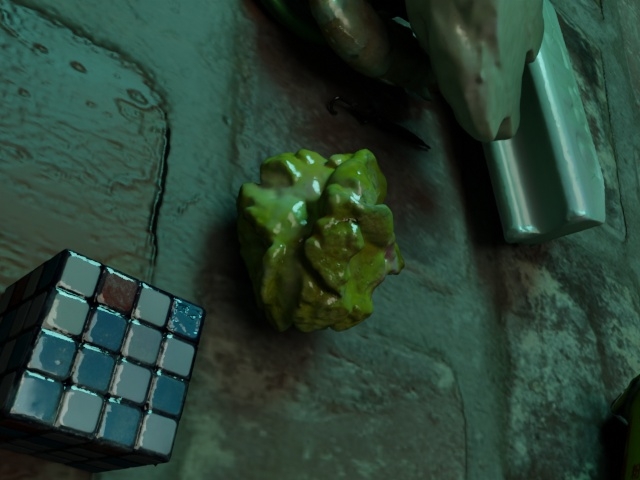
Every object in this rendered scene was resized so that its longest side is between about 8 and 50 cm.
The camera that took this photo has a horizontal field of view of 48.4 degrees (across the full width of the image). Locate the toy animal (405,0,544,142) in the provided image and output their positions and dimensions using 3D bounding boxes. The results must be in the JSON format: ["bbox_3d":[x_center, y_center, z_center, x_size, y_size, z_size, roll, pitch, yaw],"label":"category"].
[{"bbox_3d":[0.137,-0.265,0.686,0.266,0.188,0.307,-48,147,-49],"label":"toy animal"}]

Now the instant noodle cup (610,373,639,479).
[{"bbox_3d":[0.437,0.299,0.730,0.311,0.311,0.221,46,58,-20],"label":"instant noodle cup"}]

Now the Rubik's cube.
[{"bbox_3d":[-0.134,0.073,0.402,0.092,0.092,0.092,29,56,-32],"label":"Rubik's cube"}]

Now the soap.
[{"bbox_3d":[0.245,-0.143,0.816,0.173,0.095,0.289,6,69,-57],"label":"soap"}]

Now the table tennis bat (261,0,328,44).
[{"bbox_3d":[-0.027,-0.315,0.699,0.160,0.039,0.257,-4,78,-49],"label":"table tennis bat"}]

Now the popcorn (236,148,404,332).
[{"bbox_3d":[0.000,0.000,0.546,0.145,0.126,0.125,-87,158,-44],"label":"popcorn"}]

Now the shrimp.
[{"bbox_3d":[0.060,-0.218,0.715,0.254,0.059,0.145,6,67,-52],"label":"shrimp"}]

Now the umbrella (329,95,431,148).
[{"bbox_3d":[0.067,-0.119,0.720,0.149,0.022,0.022,12,108,-40],"label":"umbrella"}]
